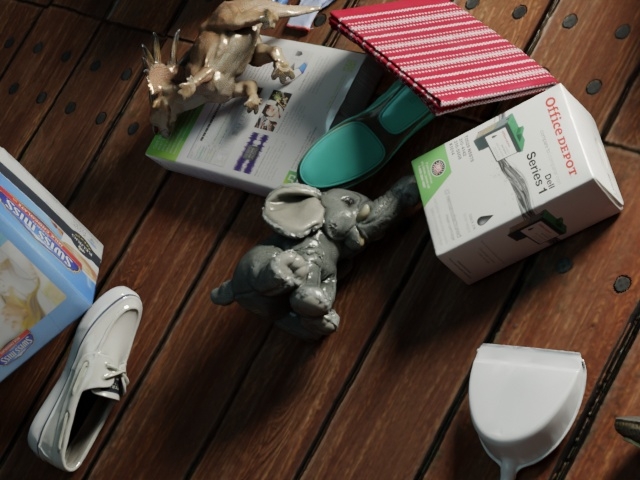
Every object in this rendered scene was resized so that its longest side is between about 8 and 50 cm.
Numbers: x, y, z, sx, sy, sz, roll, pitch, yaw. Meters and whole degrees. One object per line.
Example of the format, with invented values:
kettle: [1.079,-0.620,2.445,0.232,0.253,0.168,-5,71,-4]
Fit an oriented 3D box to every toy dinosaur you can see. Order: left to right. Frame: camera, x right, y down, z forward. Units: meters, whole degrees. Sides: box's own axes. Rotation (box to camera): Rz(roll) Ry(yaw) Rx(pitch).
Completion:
toy dinosaur: [-0.148,-0.275,2.151,0.296,0.127,0.200,-46,39,-3]

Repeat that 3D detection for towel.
towel: [0.157,-0.249,1.968,0.275,0.199,0.031,46,139,43]

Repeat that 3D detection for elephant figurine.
elephant figurine: [0.000,0.000,1.952,0.239,0.186,0.169,-63,4,-25]

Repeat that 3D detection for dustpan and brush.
dustpan and brush: [0.220,0.229,1.707,0.147,0.060,0.211,3,59,39]

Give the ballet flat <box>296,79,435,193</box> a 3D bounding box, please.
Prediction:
ballet flat: [0.077,-0.143,2.006,0.247,0.087,0.083,-38,85,1]

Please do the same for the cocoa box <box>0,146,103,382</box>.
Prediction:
cocoa box: [-0.518,0.081,2.157,0.347,0.231,0.228,-40,18,11]

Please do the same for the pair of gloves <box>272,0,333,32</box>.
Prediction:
pair of gloves: [-0.030,-0.395,2.274,0.198,0.023,0.159,23,79,43]

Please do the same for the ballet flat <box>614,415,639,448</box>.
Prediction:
ballet flat: [0.417,0.229,1.549,0.250,0.084,0.058,11,95,36]

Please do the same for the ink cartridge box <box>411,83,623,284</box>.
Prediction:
ink cartridge box: [0.240,-0.070,1.835,0.219,0.092,0.160,-28,51,20]

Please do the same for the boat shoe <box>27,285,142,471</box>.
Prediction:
boat shoe: [-0.312,0.195,2.081,0.088,0.096,0.267,25,81,38]

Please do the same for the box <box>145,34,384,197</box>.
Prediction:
box: [-0.085,-0.184,2.167,0.322,0.058,0.232,18,75,40]
